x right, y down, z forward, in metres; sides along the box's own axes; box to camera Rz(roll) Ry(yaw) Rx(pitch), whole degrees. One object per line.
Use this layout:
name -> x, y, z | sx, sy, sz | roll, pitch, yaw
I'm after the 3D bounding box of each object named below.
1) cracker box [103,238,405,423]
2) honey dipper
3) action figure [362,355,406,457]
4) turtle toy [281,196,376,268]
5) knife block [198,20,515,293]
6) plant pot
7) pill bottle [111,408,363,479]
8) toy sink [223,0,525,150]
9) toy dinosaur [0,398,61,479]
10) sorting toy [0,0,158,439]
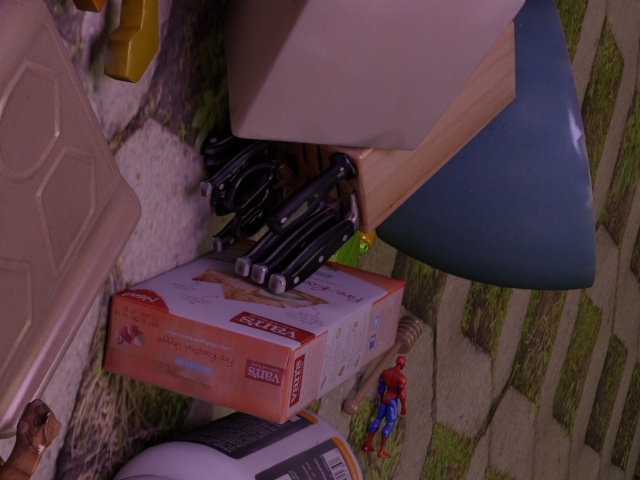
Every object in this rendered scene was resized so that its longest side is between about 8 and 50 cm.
cracker box -> -0.047, 0.066, 1.384 | 0.232, 0.156, 0.067 | -28, 129, -64
honey dipper -> 0.068, 0.140, 1.908 | 0.160, 0.030, 0.030 | -51, 148, -45
action figure -> 0.078, 0.185, 1.954 | 0.030, 0.038, 0.115 | 6, 100, -47
turtle toy -> 0.000, 0.000, 1.589 | 0.130, 0.066, 0.095 | 70, 40, -56
knife block -> 0.039, -0.069, 1.417 | 0.242, 0.276, 0.088 | -97, 180, -45
plant pot -> 0.140, -0.084, 1.658 | 0.290, 0.195, 0.290 | -9, 90, -87
pill bottle -> -0.083, 0.231, 1.398 | 0.278, 0.162, 0.162 | -13, 115, -66
toy sink -> 0.032, -0.180, 1.269 | 0.234, 0.153, 0.131 | 124, -35, -60
toy dinosaur -> -0.218, 0.203, 1.094 | 0.064, 0.112, 0.211 | 2, 99, -68
sorting toy -> -0.187, -0.053, 1.125 | 0.307, 0.041, 0.229 | -64, 152, -28
